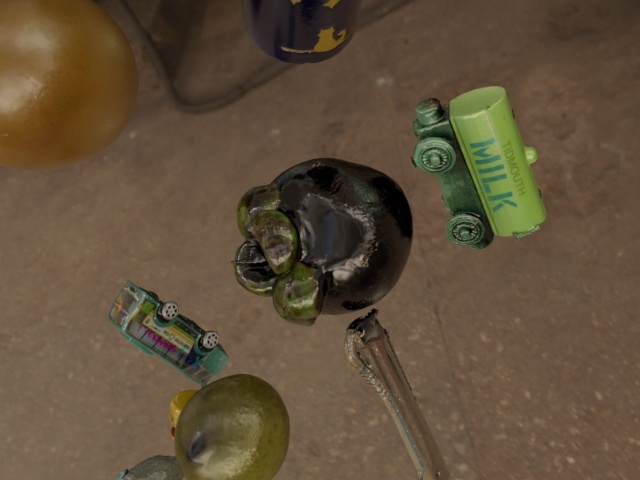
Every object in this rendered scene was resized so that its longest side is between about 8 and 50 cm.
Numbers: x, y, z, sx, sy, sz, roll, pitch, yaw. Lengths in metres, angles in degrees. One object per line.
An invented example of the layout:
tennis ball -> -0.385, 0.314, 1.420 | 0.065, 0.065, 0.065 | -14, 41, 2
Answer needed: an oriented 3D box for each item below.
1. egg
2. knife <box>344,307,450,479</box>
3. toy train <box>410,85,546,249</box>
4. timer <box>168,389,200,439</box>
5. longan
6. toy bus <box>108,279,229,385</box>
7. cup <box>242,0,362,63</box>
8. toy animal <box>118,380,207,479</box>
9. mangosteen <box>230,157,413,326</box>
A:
egg -> -0.423, -0.245, 1.345 | 0.282, 0.351, 0.283 | 1, 93, 23
knife -> 0.111, 0.246, 1.267 | 0.043, 0.365, 0.089 | 2, 39, 42
toy train -> 0.226, -0.099, 1.250 | 0.157, 0.253, 0.105 | -16, 33, 18
timer -> -0.221, 0.306, 1.629 | 0.107, 0.107, 0.109 | 31, 113, 42
longan -> -0.106, 0.246, 1.135 | 0.154, 0.176, 0.145 | -36, 83, 25
toy bus -> -0.282, 0.177, 1.685 | 0.091, 0.261, 0.109 | 24, 75, 50
cup -> 0.020, -0.351, 1.140 | 0.254, 0.256, 0.179 | 5, 70, -1
toy animal -> -0.239, 0.348, 1.419 | 0.070, 0.079, 0.253 | 33, 70, 31
mangosteen -> 0.000, 0.000, 1.188 | 0.242, 0.243, 0.243 | -17, 55, 27
